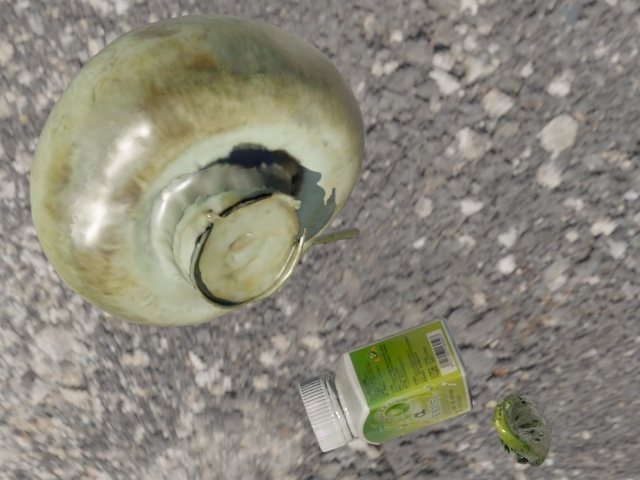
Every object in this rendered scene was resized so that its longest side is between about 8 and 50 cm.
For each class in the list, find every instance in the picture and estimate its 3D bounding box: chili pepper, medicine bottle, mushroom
[{"bbox_3d":[0.253,0.236,1.751,0.076,0.359,0.085,3,85,7],"label":"chili pepper"},{"bbox_3d":[0.076,0.176,1.627,0.188,0.132,0.088,-20,62,0],"label":"medicine bottle"},{"bbox_3d":[-0.119,-0.067,1.402,0.352,0.352,0.260,-30,46,-11],"label":"mushroom"}]

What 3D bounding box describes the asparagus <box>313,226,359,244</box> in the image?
[{"bbox_3d":[0.000,0.000,1.790,0.023,0.233,0.022,23,104,19],"label":"asparagus"}]
